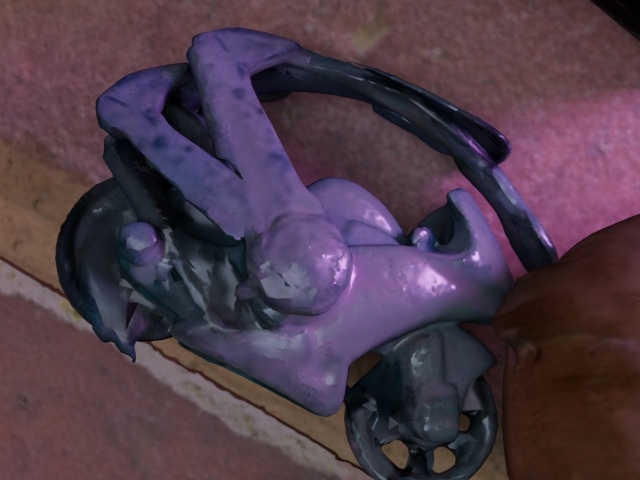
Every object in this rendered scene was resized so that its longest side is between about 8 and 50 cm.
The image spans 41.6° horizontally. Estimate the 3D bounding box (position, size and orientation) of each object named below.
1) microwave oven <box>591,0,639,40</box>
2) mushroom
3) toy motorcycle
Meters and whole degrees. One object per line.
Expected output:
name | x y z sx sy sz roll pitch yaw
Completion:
microwave oven | 0.152 -0.254 0.389 0.295 0.181 0.237 41 98 4
mushroom | 0.192 0.096 0.401 0.255 0.184 0.255 6 63 -13
toy motorcycle | 0.000 0.000 0.458 0.260 0.154 0.206 27 75 -1
